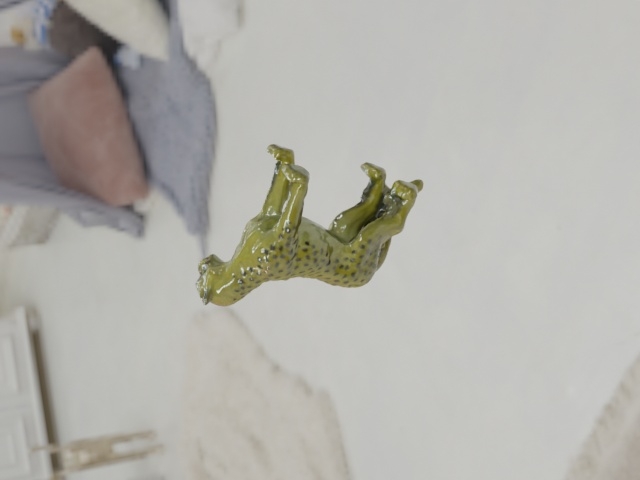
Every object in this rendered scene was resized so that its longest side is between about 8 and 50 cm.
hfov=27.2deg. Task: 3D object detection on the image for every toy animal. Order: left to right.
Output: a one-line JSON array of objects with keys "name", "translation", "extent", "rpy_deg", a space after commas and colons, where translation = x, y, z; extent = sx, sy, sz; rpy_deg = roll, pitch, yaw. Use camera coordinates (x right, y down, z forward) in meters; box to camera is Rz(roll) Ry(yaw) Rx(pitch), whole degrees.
[{"name": "toy animal", "translation": [0.000, 0.000, 1.071], "extent": [0.073, 0.181, 0.136], "rpy_deg": [41, 116, 44]}]
